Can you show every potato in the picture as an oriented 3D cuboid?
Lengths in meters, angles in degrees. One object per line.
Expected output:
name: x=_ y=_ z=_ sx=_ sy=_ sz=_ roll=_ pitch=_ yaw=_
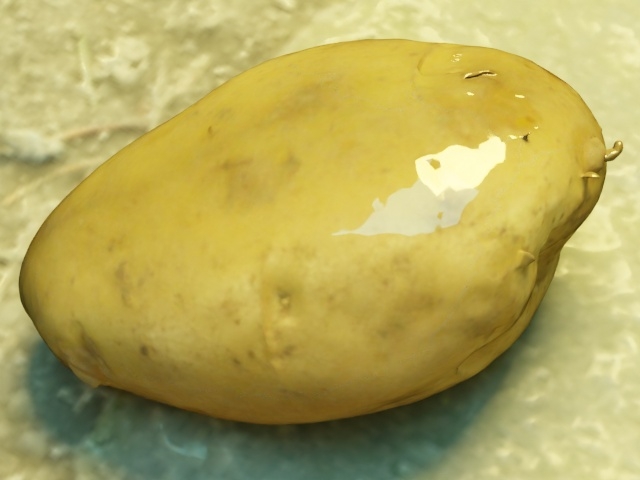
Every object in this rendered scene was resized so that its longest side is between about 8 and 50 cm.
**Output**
potato: x=0.001 y=0.003 z=0.760 sx=0.234 sy=0.128 sz=0.161 roll=-29 pitch=45 yaw=-3
